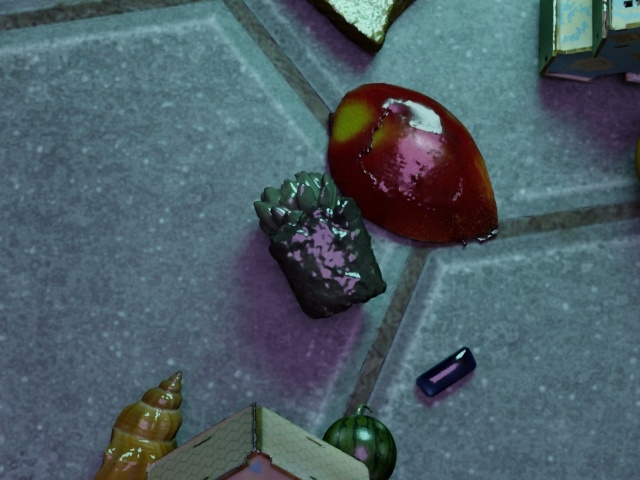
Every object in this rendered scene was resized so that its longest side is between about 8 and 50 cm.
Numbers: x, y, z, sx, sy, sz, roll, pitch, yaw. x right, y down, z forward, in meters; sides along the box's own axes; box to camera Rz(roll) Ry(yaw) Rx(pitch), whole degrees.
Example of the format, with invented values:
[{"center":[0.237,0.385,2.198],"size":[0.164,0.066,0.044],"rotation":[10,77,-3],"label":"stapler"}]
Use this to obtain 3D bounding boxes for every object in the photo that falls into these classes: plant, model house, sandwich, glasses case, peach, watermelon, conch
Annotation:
[{"center":[0.000,0.000,1.592],"size":[0.129,0.132,0.195],"rotation":[-26,85,1],"label":"plant"},{"center":[0.383,-0.302,1.625],"size":[0.206,0.271,0.178],"rotation":[-6,81,35],"label":"model house"},{"center":[0.080,-0.386,1.689],"size":[0.214,0.065,0.186],"rotation":[-44,84,-7],"label":"sandwich"},{"center":[-0.090,0.324,1.475],"size":[0.326,0.169,0.244],"rotation":[1,111,0],"label":"model house"},{"center":[0.167,0.173,1.622],"size":[0.083,0.023,0.033],"rotation":[-33,81,-5],"label":"glasses case"},{"center":[0.128,-0.098,1.644],"size":[0.279,0.068,0.189],"rotation":[36,85,5],"label":"peach"},{"center":[0.047,0.265,1.569],"size":[0.109,0.109,0.109],"rotation":[0,81,-1],"label":"watermelon"},{"center":[-0.242,0.315,1.560],"size":[0.093,0.109,0.330],"rotation":[20,92,-5],"label":"conch"}]

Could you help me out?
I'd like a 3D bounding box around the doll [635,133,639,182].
[{"center":[0.512,-0.140,1.586],"size":[0.213,0.213,0.236],"rotation":[2,84,0],"label":"doll"}]
